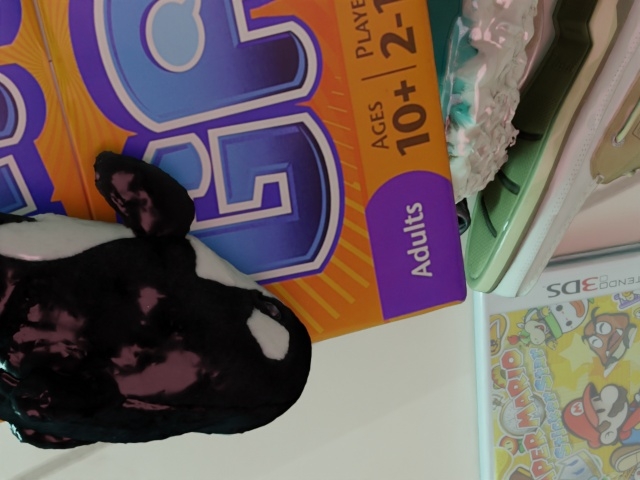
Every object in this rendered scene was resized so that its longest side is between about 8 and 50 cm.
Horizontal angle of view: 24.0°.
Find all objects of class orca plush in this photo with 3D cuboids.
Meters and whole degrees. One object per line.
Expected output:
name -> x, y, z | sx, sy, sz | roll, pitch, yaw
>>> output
orca plush -> -0.126, 0.030, 0.659 | 0.287, 0.102, 0.151 | 35, 102, -25

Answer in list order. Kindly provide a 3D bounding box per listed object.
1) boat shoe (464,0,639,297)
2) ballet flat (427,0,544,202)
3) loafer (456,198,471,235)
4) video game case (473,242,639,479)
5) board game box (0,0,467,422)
boat shoe -> 0.200, -0.087, 1.083 | 0.103, 0.113, 0.302 | 18, 107, -15
ballet flat -> 0.108, -0.214, 1.007 | 0.147, 0.147, 0.409 | 7, 109, -17
loafer -> 0.000, 0.000, 1.092 | 0.223, 0.078, 0.076 | -17, 116, -6
video game case -> 0.228, 0.113, 1.228 | 0.206, 0.026, 0.227 | -9, 116, -9
board game box -> -0.158, -0.151, 0.828 | 0.356, 0.356, 0.356 | -14, 116, -7
